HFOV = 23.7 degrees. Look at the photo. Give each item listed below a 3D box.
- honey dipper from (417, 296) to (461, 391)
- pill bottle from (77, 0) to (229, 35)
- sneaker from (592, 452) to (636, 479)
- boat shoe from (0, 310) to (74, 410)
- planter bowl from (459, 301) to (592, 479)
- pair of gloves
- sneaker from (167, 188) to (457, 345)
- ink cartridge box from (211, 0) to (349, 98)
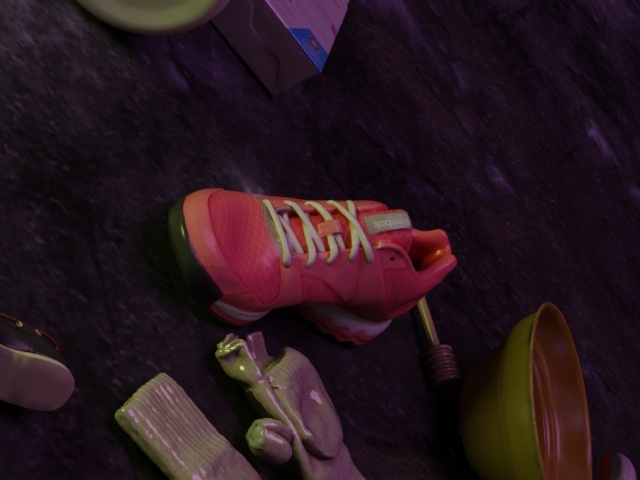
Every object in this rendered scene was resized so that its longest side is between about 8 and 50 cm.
[{"bbox_3d":[0.102,0.069,1.481,0.030,0.030,0.160,24,44,-50],"label":"honey dipper"},{"bbox_3d":[-0.133,-0.309,1.295,0.153,0.153,0.264,42,32,-33],"label":"pill bottle"},{"bbox_3d":[0.298,0.348,1.454,0.180,0.125,0.321,55,28,-10],"label":"sneaker"},{"bbox_3d":[-0.212,0.064,0.937,0.133,0.049,0.042,30,13,-36],"label":"boat shoe"},{"bbox_3d":[0.187,0.171,1.441,0.217,0.090,0.217,-9,90,-69],"label":"planter bowl"},{"bbox_3d":[-0.032,0.164,1.127,0.204,0.042,0.240,57,25,5],"label":"pair of gloves"},{"bbox_3d":[0.000,0.000,1.254,0.314,0.136,0.115,15,51,-55],"label":"sneaker"},{"bbox_3d":[-0.035,-0.230,1.487,0.104,0.062,0.181,51,29,-20],"label":"ink cartridge box"}]
